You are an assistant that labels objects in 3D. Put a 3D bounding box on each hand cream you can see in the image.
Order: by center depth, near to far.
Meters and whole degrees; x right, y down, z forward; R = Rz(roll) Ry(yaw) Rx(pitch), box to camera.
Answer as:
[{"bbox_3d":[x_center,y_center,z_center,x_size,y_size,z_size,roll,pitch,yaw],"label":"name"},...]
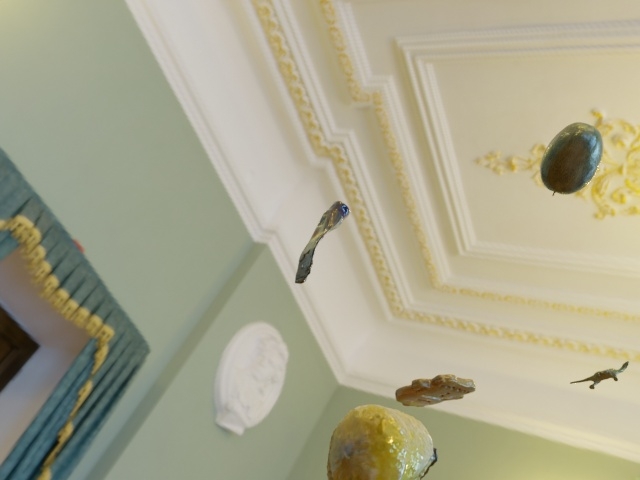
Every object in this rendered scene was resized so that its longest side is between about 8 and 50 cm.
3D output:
[{"bbox_3d":[0.000,0.000,1.155,0.039,0.163,0.062,39,-34,-12],"label":"hand cream"}]

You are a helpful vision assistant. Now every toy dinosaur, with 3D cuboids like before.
[{"bbox_3d":[0.561,0.273,1.378,0.120,0.060,0.029,-34,-102,39],"label":"toy dinosaur"}]

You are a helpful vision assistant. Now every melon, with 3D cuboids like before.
[{"bbox_3d":[0.527,-0.167,1.447,0.114,0.114,0.167,25,-64,12],"label":"melon"}]

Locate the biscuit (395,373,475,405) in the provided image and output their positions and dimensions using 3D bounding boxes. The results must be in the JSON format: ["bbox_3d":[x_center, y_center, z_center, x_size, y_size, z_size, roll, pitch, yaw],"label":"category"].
[{"bbox_3d":[0.306,0.422,1.897,0.184,0.035,0.249,21,-35,-34],"label":"biscuit"}]

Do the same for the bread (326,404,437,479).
[{"bbox_3d":[0.111,0.416,1.313,0.197,0.197,0.171,-8,-21,44],"label":"bread"}]
